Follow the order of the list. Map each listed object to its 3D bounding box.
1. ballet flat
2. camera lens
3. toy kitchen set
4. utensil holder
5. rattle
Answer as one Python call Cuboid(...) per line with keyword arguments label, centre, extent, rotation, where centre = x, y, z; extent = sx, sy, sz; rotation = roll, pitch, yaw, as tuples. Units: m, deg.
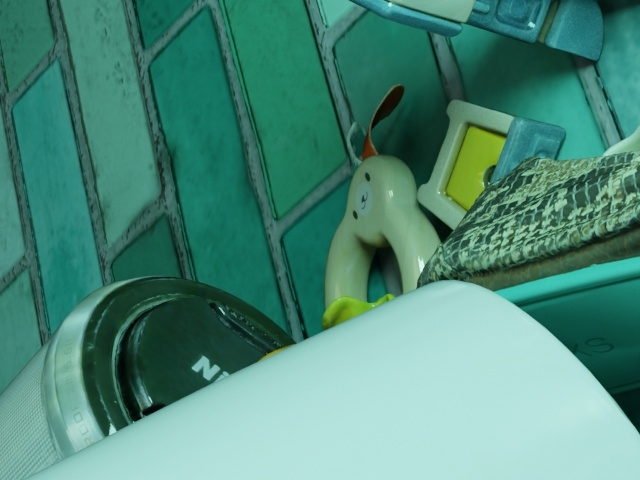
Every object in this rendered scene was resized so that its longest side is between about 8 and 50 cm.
Cuboid(label="ballet flat", centre=(0.238, -0.020, 0.831), extent=(0.483, 0.164, 0.182), rotation=(-7, 49, 53))
Cuboid(label="camera lens", centre=(-0.129, 0.173, 1.170), extent=(0.274, 0.219, 0.219), rotation=(-46, 49, 35))
Cuboid(label="toy kitchen set", centre=(0.068, -0.082, 0.995), extent=(0.122, 0.207, 0.166), rotation=(35, 109, 50))
Cuboid(label="utensil holder", centre=(-0.035, 0.236, 0.832), extent=(0.327, 0.385, 0.327), rotation=(53, 159, 31))
Cuboid(label="rattle", centre=(0.000, 0.000, 1.118), extent=(0.130, 0.143, 0.199), rotation=(148, 117, -76))
